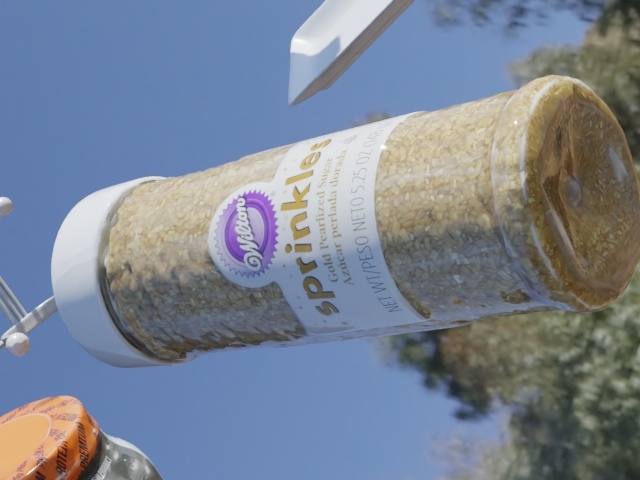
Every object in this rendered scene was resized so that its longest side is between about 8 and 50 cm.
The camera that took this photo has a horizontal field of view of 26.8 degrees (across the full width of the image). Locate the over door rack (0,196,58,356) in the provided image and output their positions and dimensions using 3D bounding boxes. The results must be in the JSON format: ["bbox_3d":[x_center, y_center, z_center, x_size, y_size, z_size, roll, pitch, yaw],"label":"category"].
[{"bbox_3d":[-0.382,0.041,1.187,0.239,0.108,0.324,54,-136,-7],"label":"over door rack"}]

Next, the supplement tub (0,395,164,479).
[{"bbox_3d":[-0.182,0.310,1.117,0.207,0.207,0.338,-46,-65,-42],"label":"supplement tub"}]

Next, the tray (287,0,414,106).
[{"bbox_3d":[0.062,-0.253,1.367,0.030,0.270,0.145,33,-148,-24],"label":"tray"}]

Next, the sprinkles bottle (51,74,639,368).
[{"bbox_3d":[0.000,0.000,0.768,0.121,0.355,0.121,14,-109,-47],"label":"sprinkles bottle"}]
